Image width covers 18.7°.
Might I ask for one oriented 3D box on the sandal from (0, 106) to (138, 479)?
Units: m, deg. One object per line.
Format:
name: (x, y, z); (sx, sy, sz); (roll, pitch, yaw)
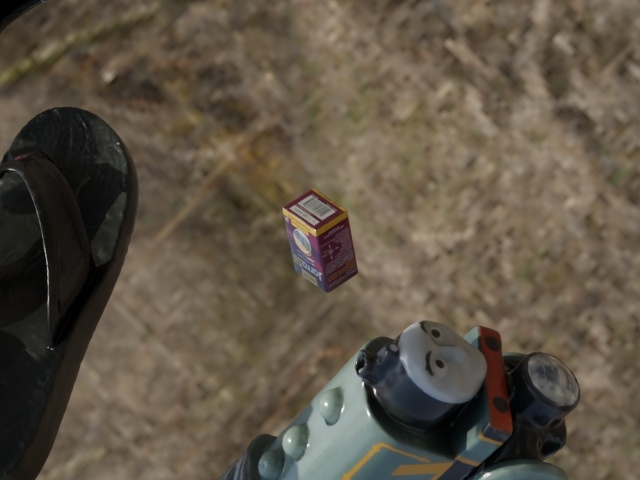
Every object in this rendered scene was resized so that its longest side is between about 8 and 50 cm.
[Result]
sandal: (-0.280, 0.034, 1.833); (0.167, 0.446, 0.107); (-7, 142, 21)

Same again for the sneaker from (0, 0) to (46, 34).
sneaker: (-0.331, -0.332, 2.172); (0.147, 0.330, 0.130); (18, 159, 26)

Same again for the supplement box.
supplement box: (0.000, 0.000, 1.900); (0.055, 0.043, 0.083); (34, 147, 41)

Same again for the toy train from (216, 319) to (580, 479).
toy train: (0.050, 0.182, 1.484); (0.190, 0.334, 0.142); (19, -135, -25)
